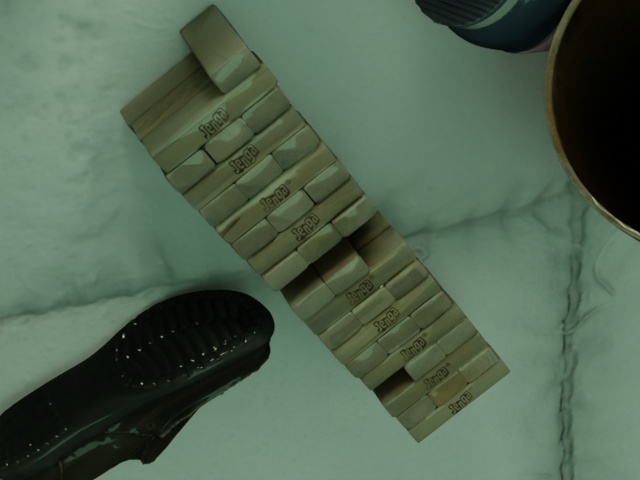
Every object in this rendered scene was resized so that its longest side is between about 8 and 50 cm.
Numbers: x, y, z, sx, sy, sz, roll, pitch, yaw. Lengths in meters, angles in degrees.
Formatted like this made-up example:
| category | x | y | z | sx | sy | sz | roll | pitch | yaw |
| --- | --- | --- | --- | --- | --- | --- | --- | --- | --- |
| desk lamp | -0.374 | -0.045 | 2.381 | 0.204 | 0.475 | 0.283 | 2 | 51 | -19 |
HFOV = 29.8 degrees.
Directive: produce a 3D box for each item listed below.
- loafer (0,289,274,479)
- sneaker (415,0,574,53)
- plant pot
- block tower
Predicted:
| category | x | y | z | sx | sy | sz | roll | pitch | yaw |
| --- | --- | --- | --- | --- | --- | --- | --- | --- | --- |
| loafer | -0.127 | 0.111 | 0.855 | 0.220 | 0.080 | 0.078 | -28 | 134 | 1 |
| sneaker | 0.177 | -0.265 | 0.762 | 0.131 | 0.112 | 0.319 | 16 | 110 | -53 |
| plant pot | 0.273 | -0.073 | 0.816 | 0.215 | 0.215 | 0.230 | -43 | 161 | 5 |
| block tower | 0.000 | 0.000 | 0.827 | 0.097 | 0.091 | 0.335 | -39 | 123 | 1 |
